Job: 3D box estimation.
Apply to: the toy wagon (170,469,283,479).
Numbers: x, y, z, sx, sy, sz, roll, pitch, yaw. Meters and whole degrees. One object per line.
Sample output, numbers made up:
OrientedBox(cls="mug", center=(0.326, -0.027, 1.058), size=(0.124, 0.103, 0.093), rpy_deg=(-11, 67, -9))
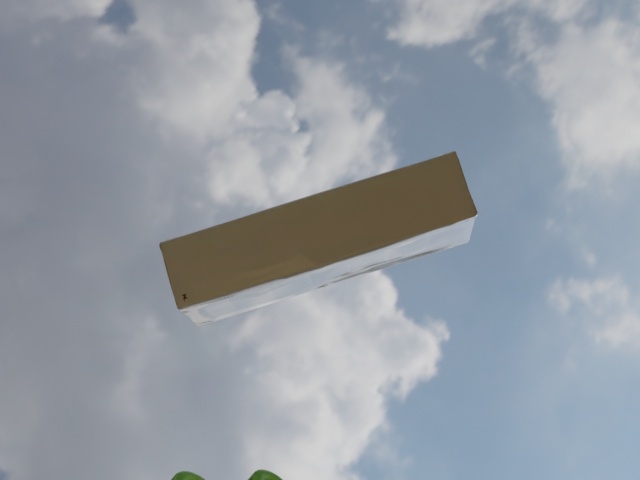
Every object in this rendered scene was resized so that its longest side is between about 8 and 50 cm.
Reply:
OrientedBox(cls="toy wagon", center=(-0.188, 0.331, 1.188), size=(0.267, 0.344, 0.068), rpy_deg=(-50, -123, 18))

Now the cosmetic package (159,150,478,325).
OrientedBox(cls="cosmetic package", center=(0.000, 0.000, 0.945), size=(0.239, 0.099, 0.061), rpy_deg=(-17, -101, -1))
